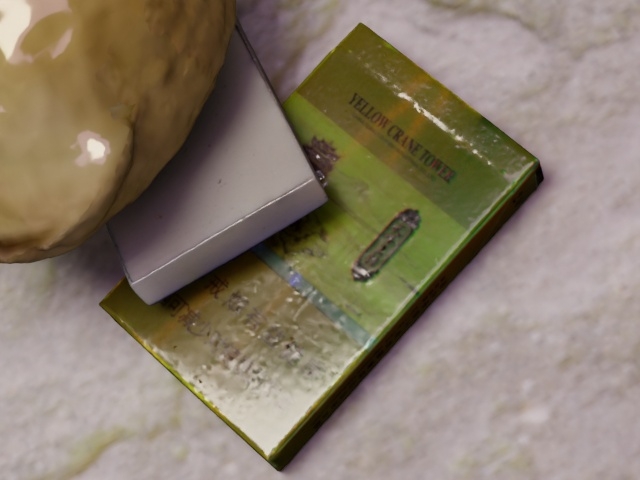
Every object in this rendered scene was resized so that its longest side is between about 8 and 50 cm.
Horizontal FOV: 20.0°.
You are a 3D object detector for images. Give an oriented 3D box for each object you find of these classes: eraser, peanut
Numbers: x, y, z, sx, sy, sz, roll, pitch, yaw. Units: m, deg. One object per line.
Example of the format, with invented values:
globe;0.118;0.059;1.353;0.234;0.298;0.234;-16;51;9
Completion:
eraser;-0.067;-0.051;0.894;0.104;0.023;0.150;-30;52;5
peanut;-0.132;-0.152;0.876;0.174;0.158;0.340;-13;55;-13

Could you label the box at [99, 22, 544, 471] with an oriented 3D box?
box;0.000;0.000;0.884;0.121;0.030;0.193;41;84;21
